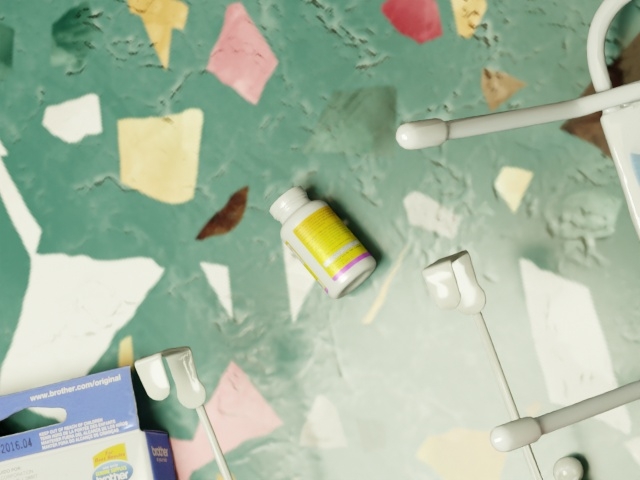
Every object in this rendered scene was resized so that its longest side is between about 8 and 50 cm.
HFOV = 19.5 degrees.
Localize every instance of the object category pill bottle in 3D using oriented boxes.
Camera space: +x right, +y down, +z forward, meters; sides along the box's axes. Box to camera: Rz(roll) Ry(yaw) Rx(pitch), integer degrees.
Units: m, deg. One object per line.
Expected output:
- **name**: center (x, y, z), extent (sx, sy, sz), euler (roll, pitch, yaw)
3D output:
- **pill bottle**: center (0.000, 0.000, 1.372), extent (0.043, 0.043, 0.083), euler (-43, 78, 14)

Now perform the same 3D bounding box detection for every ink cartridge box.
- **ink cartridge box**: center (-0.188, 0.265, 1.413), extent (0.186, 0.065, 0.311), euler (-15, 81, 16)

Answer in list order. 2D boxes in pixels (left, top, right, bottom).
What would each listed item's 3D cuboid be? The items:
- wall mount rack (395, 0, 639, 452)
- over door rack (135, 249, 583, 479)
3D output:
- **wall mount rack**: center (0.225, -0.009, 1.230), extent (0.304, 0.130, 0.350), euler (-17, 85, 1)
- **over door rack**: center (0.053, 0.173, 1.308), extent (0.239, 0.108, 0.324), euler (-20, 105, 17)
